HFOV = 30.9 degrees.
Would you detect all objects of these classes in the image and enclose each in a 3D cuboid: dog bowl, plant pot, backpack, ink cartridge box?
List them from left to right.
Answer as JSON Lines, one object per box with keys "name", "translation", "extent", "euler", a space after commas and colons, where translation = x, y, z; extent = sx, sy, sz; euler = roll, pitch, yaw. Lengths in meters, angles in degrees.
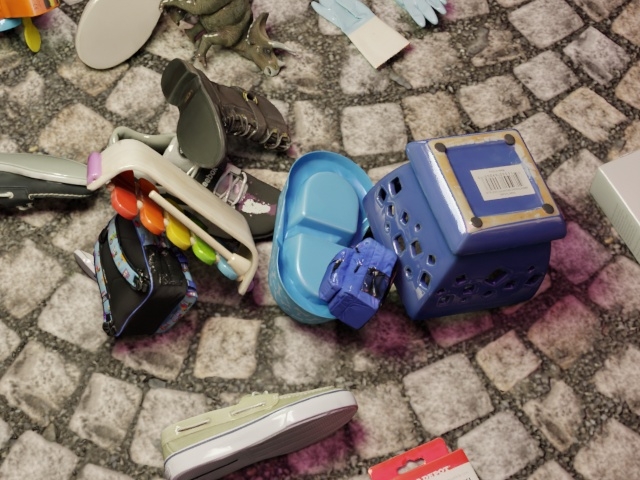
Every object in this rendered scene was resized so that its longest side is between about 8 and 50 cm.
{"name": "backpack", "translation": [-0.283, 0.046, 1.816], "extent": [0.117, 0.158, 0.173], "euler": [3, 52, -39]}
{"name": "dog bowl", "translation": [0.000, 0.000, 1.863], "extent": [0.166, 0.074, 0.297], "euler": [18, 60, -19]}
{"name": "backpack", "translation": [0.061, 0.054, 1.763], "extent": [0.101, 0.098, 0.120], "euler": [34, 57, -10]}
{"name": "ink cartridge box", "translation": [0.173, 0.394, 1.665], "extent": [0.134, 0.078, 0.231], "euler": [-22, 62, -12]}
{"name": "plant pot", "translation": [0.232, -0.037, 1.801], "extent": [0.236, 0.212, 0.236], "euler": [-9, 61, -24]}

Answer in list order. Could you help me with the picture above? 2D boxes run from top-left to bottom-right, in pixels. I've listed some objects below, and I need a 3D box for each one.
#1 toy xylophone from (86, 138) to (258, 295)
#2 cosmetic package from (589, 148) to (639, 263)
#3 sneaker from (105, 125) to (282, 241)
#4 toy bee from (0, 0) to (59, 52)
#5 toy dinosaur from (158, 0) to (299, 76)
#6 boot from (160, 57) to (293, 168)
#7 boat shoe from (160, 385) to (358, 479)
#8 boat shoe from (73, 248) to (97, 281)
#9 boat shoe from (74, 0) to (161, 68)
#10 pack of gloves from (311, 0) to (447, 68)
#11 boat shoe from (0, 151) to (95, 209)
{"name": "toy xylophone", "translation": [-0.213, -0.034, 1.766], "extent": [0.323, 0.236, 0.081], "euler": [38, 102, -16]}
{"name": "cosmetic package", "translation": [0.556, -0.035, 1.905], "extent": [0.117, 0.085, 0.231], "euler": [-21, 61, -12]}
{"name": "sneaker", "translation": [-0.206, -0.099, 1.910], "extent": [0.331, 0.146, 0.122], "euler": [16, 60, 7]}
{"name": "toy bee", "translation": [-0.568, -0.454, 2.104], "extent": [0.298, 0.195, 0.162], "euler": [22, 38, 24]}
{"name": "toy dinosaur", "translation": [-0.187, -0.416, 2.056], "extent": [0.160, 0.313, 0.121], "euler": [-32, 35, 8]}
{"name": "boot", "translation": [-0.135, -0.195, 1.925], "extent": [0.229, 0.091, 0.263], "euler": [19, 35, -40]}
{"name": "boat shoe", "translation": [-0.096, 0.271, 1.721], "extent": [0.302, 0.109, 0.094], "euler": [-19, 60, -7]}
{"name": "boat shoe", "translation": [-0.359, 0.044, 1.890], "extent": [0.100, 0.035, 0.035], "euler": [39, 61, 16]}
{"name": "boat shoe", "translation": [-0.344, -0.475, 2.126], "extent": [0.340, 0.127, 0.158], "euler": [-55, 27, 5]}
{"name": "pack of gloves", "translation": [0.111, -0.437, 2.168], "extent": [0.195, 0.046, 0.232], "euler": [-38, 64, -7]}
{"name": "boat shoe", "translation": [-0.517, -0.098, 1.943], "extent": [0.303, 0.091, 0.114], "euler": [11, 17, 7]}
